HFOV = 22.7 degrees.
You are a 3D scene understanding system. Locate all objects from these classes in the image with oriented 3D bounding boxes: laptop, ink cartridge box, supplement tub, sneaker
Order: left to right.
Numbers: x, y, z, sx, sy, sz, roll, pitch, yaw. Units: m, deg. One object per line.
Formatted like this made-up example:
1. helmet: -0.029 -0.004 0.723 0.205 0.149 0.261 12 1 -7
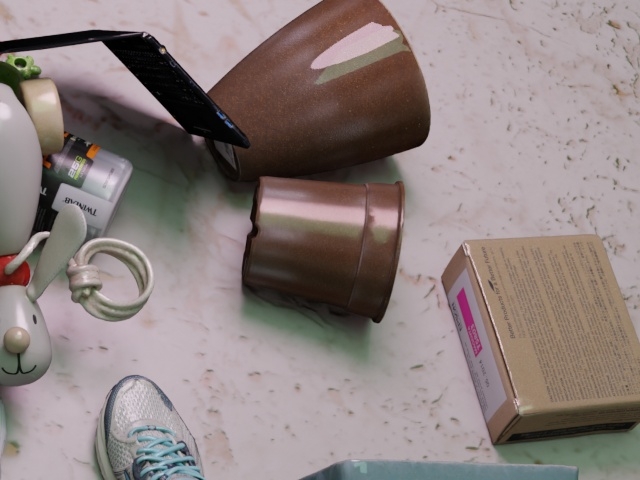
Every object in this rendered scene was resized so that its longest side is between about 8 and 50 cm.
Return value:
1. supplement tub: -0.314 -0.072 1.764 0.190 0.117 0.117 24 52 -5
2. laptop: -0.241 -0.163 1.777 0.136 0.234 0.264 -46 111 -9
3. sneaker: -0.146 0.252 1.607 0.110 0.122 0.283 -7 60 -25
4. ink cartridge box: 0.269 0.114 1.884 0.193 0.088 0.234 -2 59 -21

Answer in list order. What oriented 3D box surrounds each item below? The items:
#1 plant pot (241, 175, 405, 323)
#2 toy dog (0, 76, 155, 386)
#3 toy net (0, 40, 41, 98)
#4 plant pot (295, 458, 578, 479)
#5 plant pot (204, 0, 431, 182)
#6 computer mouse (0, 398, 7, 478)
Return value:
1. plant pot: 0.000 0.000 1.818 0.165 0.167 0.167 10 54 -7
2. toy dog: -0.318 -0.037 1.609 0.220 0.161 0.333 -29 83 -16
3. toy net: -0.447 -0.225 1.861 0.232 0.045 0.122 24 53 -5
4. plant pot: 0.101 0.359 1.564 0.248 0.247 0.252 4 72 -19
5. plant pot: -0.022 -0.164 1.903 0.230 0.215 0.215 -26 69 -18
6. computer mouse: -0.352 0.183 1.624 0.106 0.042 0.193 7 55 -18
